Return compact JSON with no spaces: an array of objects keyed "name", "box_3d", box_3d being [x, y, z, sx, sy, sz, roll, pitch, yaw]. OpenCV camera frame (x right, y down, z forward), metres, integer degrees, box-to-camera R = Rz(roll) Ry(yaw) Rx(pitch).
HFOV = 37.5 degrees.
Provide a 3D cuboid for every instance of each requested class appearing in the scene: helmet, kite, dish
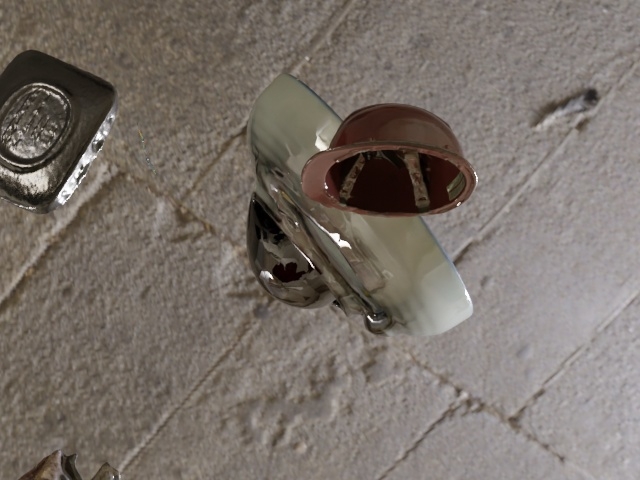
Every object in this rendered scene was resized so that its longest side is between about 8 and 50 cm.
[{"name":"helmet","box_3d":[0.043,-0.060,0.598,0.111,0.057,0.089,6,154,-10]},{"name":"kite","box_3d":[-0.331,-0.167,1.796,0.004,0.090,0.122,-16,130,-3]},{"name":"dish","box_3d":[0.000,0.000,0.839,0.133,0.273,0.273,-39,124,-4]}]

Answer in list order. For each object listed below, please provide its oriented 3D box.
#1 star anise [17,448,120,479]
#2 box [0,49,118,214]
[{"name":"star anise","box_3d":[-0.170,0.258,0.679,0.229,0.236,0.093,-40,150,8]},{"name":"box","box_3d":[-0.385,-0.152,1.271,0.213,0.201,0.042,-61,160,-15]}]
